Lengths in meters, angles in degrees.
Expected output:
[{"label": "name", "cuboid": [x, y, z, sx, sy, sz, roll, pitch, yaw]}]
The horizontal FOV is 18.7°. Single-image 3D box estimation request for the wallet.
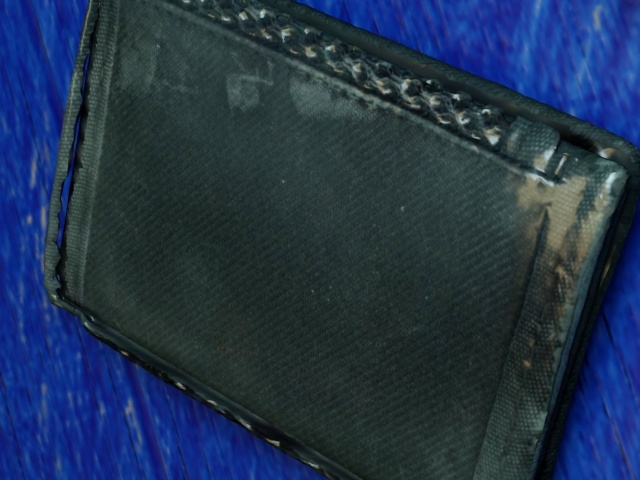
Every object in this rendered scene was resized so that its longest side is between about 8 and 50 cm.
[{"label": "wallet", "cuboid": [0.000, 0.000, 1.042, 0.342, 0.075, 0.237, 26, 114, 30]}]
